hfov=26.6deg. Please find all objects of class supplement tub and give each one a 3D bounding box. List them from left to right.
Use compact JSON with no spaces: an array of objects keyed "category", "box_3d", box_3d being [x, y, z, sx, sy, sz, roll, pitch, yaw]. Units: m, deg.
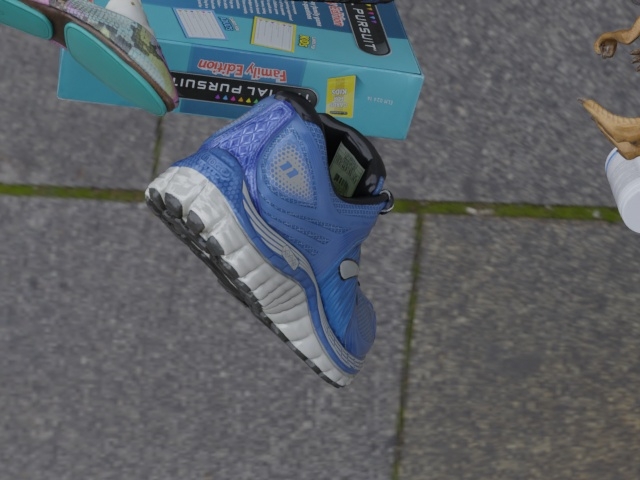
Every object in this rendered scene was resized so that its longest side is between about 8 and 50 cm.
[{"category":"supplement tub","box_3d":[0.377,-0.064,1.586,0.071,0.071,0.107,-32,29,21]}]

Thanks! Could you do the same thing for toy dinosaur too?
[{"category":"toy dinosaur","box_3d":[0.183,-0.079,0.630,0.112,0.064,0.211,-42,41,9]}]

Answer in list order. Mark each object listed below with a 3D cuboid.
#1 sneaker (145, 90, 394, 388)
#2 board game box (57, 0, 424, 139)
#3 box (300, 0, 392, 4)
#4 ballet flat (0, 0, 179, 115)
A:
[{"category":"sneaker","box_3d":[0.000,0.000,0.980,0.130,0.330,0.147,41,83,23]},{"category":"board game box","box_3d":[-0.088,-0.215,1.350,0.254,0.336,0.079,-102,22,-52]},{"category":"box","box_3d":[-0.028,-0.148,0.576,0.147,0.180,0.077,1,95,-8]},{"category":"ballet flat","box_3d":[-0.198,-0.186,1.105,0.221,0.077,0.079,29,67,6]}]
